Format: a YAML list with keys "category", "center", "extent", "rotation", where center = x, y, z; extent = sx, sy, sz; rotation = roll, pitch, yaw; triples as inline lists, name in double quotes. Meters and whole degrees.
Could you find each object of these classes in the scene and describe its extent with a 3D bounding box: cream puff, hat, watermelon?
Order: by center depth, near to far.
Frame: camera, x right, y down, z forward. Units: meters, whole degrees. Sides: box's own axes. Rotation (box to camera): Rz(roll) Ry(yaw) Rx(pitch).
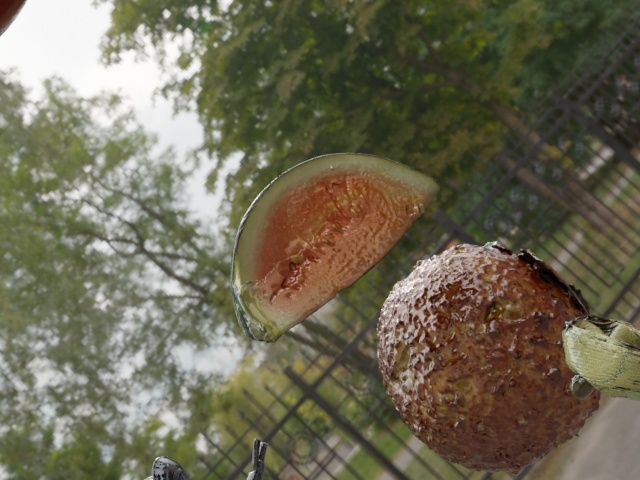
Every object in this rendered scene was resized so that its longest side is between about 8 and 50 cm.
- category: "hat"
  center: [0.221, 0.093, 0.642]
  extent: [0.077, 0.076, 0.059]
  rotation: [3, -80, -52]
- category: "watermelon"
  center: [-0.016, -0.023, 1.016]
  extent: [0.303, 0.128, 0.159]
  rotation: [-39, 27, -28]
- category: "cream puff"
  center: [0.212, 0.177, 1.172]
  extent: [0.228, 0.350, 0.350]
  rotation: [-38, -11, -36]

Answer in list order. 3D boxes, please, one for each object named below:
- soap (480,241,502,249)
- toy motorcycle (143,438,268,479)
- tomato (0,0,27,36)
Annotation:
- category: "soap"
  center: [0.275, 0.100, 1.589]
  extent: [0.198, 0.063, 0.114]
  rotation: [-50, 1, -26]
- category: "toy motorcycle"
  center: [-0.117, 0.434, 1.100]
  extent: [0.212, 0.359, 0.125]
  rotation: [-32, -17, 22]
- category: "tomato"
  center: [-0.270, -0.208, 0.456]
  extent: [0.224, 0.256, 0.256]
  rotation: [-12, 19, 39]
